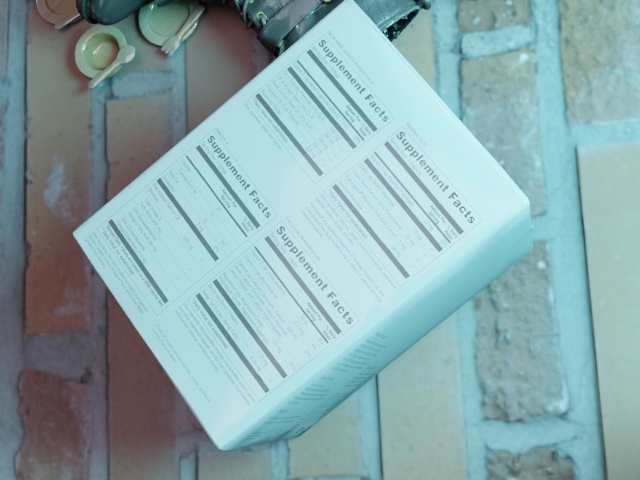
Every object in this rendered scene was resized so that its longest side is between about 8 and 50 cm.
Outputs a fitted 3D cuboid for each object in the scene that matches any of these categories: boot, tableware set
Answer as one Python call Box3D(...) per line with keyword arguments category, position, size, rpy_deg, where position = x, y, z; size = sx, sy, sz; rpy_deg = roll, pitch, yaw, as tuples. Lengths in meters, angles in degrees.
Box3D(category="boot", position=(-0.064, -0.210, 0.799), size=(0.263, 0.091, 0.229), rpy_deg=(-36, 83, 6))
Box3D(category="tableware set", position=(-0.202, -0.234, 0.877), size=(0.141, 0.020, 0.168), rpy_deg=(-36, 75, 6))

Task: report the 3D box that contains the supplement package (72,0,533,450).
Box3D(category="supplement package", position=(0.000, 0.000, 0.697), size=(0.263, 0.199, 0.198), rpy_deg=(-40, 74, 5))
